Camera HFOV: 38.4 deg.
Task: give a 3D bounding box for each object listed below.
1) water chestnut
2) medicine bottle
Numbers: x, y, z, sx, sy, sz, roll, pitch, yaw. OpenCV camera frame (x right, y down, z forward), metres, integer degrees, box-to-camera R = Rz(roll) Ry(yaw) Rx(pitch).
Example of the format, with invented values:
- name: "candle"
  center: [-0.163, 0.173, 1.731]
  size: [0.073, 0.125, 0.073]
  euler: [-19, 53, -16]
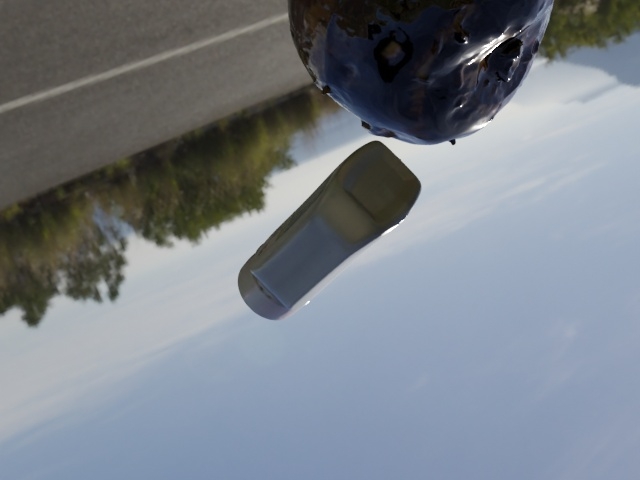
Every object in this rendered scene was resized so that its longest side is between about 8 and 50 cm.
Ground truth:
- name: "water chestnut"
  center: [0.092, -0.249, 0.908]
  size: [0.300, 0.300, 0.300]
  euler: [-23, -175, 2]
- name: "medicine bottle"
  center: [0.000, 0.000, 0.781]
  size: [0.183, 0.069, 0.119]
  euler: [-45, -178, 44]
